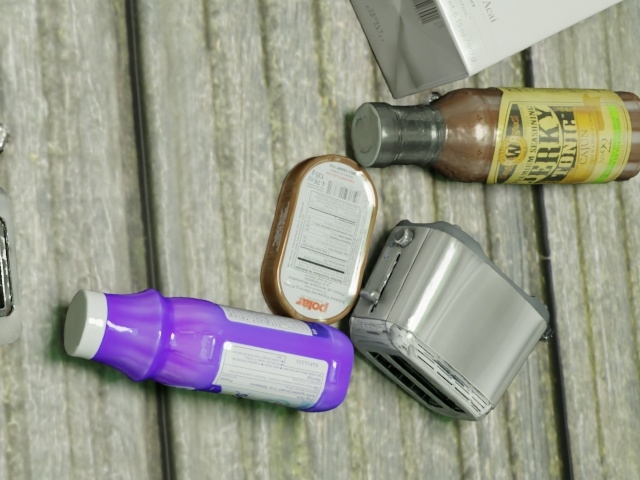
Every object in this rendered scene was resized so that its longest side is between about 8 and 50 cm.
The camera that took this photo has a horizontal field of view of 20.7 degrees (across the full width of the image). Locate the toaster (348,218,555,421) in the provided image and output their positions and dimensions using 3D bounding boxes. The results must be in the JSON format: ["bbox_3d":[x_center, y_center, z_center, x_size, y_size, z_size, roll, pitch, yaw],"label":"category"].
[{"bbox_3d":[0.137,0.091,1.864,0.227,0.129,0.146,41,72,-28],"label":"toaster"}]

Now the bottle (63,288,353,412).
[{"bbox_3d":[-0.111,0.106,1.741,0.283,0.118,0.092,13,86,-26],"label":"bottle"}]

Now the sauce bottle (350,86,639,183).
[{"bbox_3d":[0.199,-0.113,1.927,0.344,0.111,0.111,-3,86,-26],"label":"sauce bottle"}]

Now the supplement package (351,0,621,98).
[{"bbox_3d":[0.199,-0.299,1.902,0.293,0.175,0.177,-28,97,-24],"label":"supplement package"}]

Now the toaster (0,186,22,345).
[{"bbox_3d":[-0.373,0.034,1.598,0.168,0.110,0.185,-2,86,-46],"label":"toaster"}]

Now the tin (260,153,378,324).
[{"bbox_3d":[0.000,0.000,1.856,0.106,0.040,0.189,17,77,-20],"label":"tin"}]
